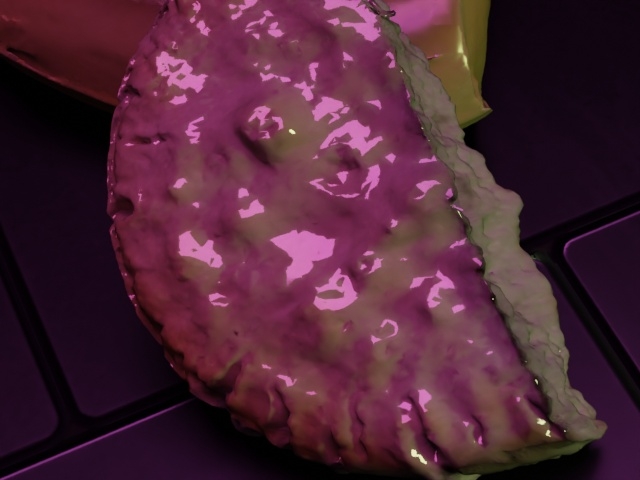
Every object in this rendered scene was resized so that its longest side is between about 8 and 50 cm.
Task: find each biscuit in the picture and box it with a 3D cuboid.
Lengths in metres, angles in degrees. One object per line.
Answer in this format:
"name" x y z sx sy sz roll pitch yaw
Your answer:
"biscuit" 0.000 0.000 0.810 0.179 0.084 0.281 -31 82 4

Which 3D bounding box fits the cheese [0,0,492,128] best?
"cheese" -0.055 -0.169 0.955 0.316 0.128 0.259 4 57 11
